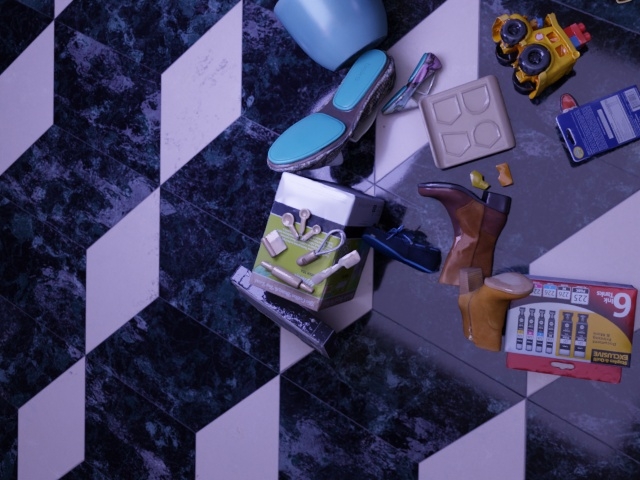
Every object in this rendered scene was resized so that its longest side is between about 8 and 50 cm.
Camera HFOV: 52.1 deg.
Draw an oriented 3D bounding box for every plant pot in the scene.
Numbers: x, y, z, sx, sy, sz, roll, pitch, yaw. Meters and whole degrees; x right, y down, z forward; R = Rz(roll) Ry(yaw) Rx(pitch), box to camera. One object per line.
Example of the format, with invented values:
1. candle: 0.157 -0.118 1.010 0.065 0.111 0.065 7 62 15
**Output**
1. plant pot: 0.051 -0.625 1.854 0.293 0.293 0.235 -31 94 17

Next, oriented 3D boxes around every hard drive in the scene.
1. hard drive: -0.100 0.217 1.933 0.339 0.237 0.064 33 77 15

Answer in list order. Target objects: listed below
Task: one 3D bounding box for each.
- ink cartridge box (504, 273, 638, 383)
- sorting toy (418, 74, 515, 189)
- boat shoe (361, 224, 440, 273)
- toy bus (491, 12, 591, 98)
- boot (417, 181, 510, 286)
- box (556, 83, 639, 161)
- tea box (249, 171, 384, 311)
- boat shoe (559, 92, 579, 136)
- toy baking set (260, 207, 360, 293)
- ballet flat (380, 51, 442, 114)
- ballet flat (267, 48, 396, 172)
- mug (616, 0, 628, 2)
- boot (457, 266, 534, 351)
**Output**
1. ink cartridge box: 0.651 0.239 1.728 0.309 0.130 0.272 4 93 19
2. sorting toy: 0.425 -0.286 1.850 0.229 0.041 0.307 -16 89 13
3. boat shoe: 0.227 0.010 1.851 0.109 0.258 0.089 11 77 58
4. toy bus: 0.592 -0.526 1.741 0.211 0.149 0.220 -30 78 4
5. boot: 0.374 -0.015 1.838 0.264 0.096 0.281 13 99 -4
6. box: 0.739 -0.302 1.711 0.225 0.036 0.137 -21 84 1
7. tea box: 0.000 0.000 1.847 0.219 0.329 0.324 21 99 18
8. boat shoe: 0.676 -0.332 1.757 0.049 0.043 0.137 -17 85 21
9. toy baking set: -0.036 0.032 1.669 0.256 0.030 0.197 33 101 17
10. ballet flat: 0.269 -0.435 1.890 0.079 0.077 0.221 36 103 -12
11. ballet flat: 0.057 -0.325 1.848 0.164 0.182 0.483 32 74 34
12. mug: 0.785 -0.667 1.708 0.064 0.062 0.078 -7 82 27
13. boot: 0.457 0.189 1.694 0.104 0.295 0.211 -12 99 -19
